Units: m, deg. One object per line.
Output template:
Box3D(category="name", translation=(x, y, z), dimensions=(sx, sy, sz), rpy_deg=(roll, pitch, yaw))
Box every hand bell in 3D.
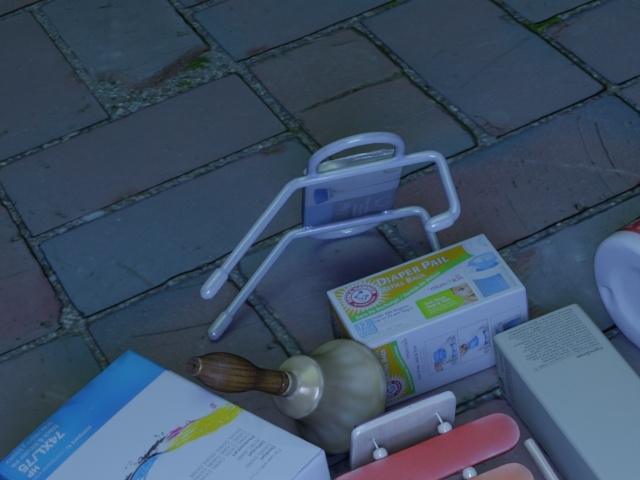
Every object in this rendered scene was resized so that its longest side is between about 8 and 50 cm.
Box3D(category="hand bell", translation=(-0.050, 0.143, 1.598), dimensions=(0.126, 0.242, 0.126), rpy_deg=(-11, 71, 35))

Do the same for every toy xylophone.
Box3D(category="toy xylophone", translation=(0.162, 0.289, 1.482), dimensions=(0.236, 0.081, 0.323), rpy_deg=(-27, 66, -22))

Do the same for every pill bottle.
Box3D(category="pill bottle", translation=(0.462, 0.002, 1.762), dimensions=(0.283, 0.161, 0.161), rpy_deg=(-31, 43, -22))

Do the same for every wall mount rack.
Box3D(category="wall mount rack", translation=(0.000, 0.000, 1.817), dimensions=(0.304, 0.350, 0.130), rpy_deg=(-13, 74, -5))

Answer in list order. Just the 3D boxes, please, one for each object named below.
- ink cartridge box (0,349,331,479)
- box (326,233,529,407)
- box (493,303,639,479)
Box3D(category="ink cartridge box", translation=(-0.140, 0.279, 1.542), dimensions=(0.270, 0.198, 0.197), rpy_deg=(22, 49, 35))
Box3D(category="box", translation=(0.123, 0.093, 1.779), dimensions=(0.203, 0.103, 0.114), rpy_deg=(-20, 41, -11))
Box3D(category="box", translation=(0.290, 0.192, 1.627), dimensions=(0.113, 0.094, 0.275), rpy_deg=(-20, 40, -10))
